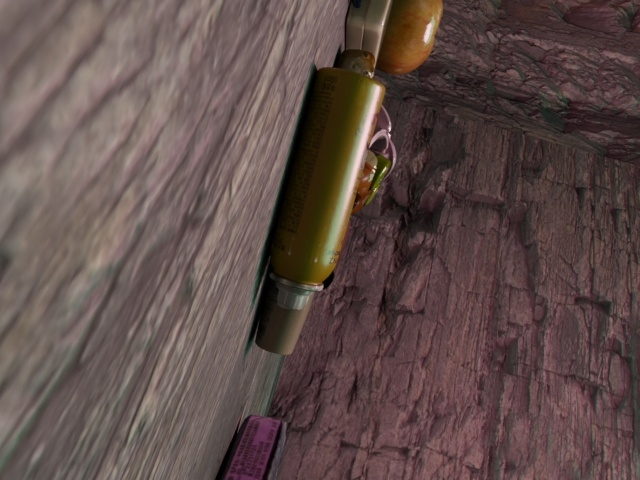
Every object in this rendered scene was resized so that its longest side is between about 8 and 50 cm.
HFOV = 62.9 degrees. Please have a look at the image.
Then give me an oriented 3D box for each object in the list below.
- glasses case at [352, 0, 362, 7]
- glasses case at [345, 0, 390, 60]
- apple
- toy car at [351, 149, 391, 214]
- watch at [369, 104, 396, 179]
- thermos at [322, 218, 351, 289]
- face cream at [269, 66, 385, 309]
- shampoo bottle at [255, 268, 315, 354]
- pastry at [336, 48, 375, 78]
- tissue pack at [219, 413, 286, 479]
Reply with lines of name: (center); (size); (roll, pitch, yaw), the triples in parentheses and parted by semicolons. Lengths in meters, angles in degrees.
glasses case: (0.067, -0.440, 0.889); (0.083, 0.023, 0.033); (106, -4, -56)
glasses case: (0.101, -0.452, 1.085); (0.313, 0.070, 0.131); (-41, 147, -87)
apple: (0.201, -0.552, 1.344); (0.261, 0.194, 0.260); (-163, -90, -90)
toy car: (0.018, -0.096, 1.076); (0.235, 0.145, 0.235); (-54, 174, -8)
watch: (0.081, -0.241, 1.360); (0.231, 0.196, 0.244); (-34, 144, -53)
thermos: (0.007, -0.001, 1.290); (0.330, 0.110, 0.136); (-67, 180, -58)
face cream: (-0.001, -0.067, 0.771); (0.105, 0.105, 0.348); (-57, 163, -84)
shampoo bottle: (-0.043, 0.060, 0.893); (0.127, 0.078, 0.256); (-157, -98, -72)
pastry: (0.060, -0.299, 1.026); (0.153, 0.081, 0.153); (-172, -90, -86)
tissue pack: (-0.160, 0.543, 0.998); (0.361, 0.122, 0.259); (-63, 165, -71)
